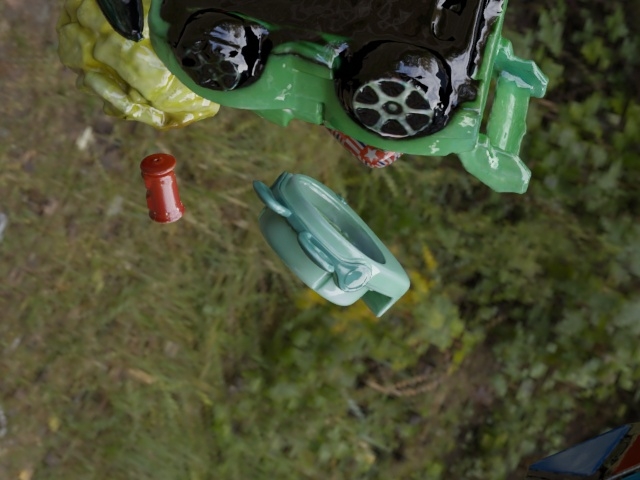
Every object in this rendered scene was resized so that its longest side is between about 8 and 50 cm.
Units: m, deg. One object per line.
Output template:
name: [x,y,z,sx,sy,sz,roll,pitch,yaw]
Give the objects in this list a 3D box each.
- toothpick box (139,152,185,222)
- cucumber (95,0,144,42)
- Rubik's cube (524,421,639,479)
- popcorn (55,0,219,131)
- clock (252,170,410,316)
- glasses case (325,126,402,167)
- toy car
toothpick box: [-0.199,-0.067,1.621,0.047,0.047,0.083,-41,141,-36]
cucumber: [-0.221,-0.324,1.221,0.056,0.056,0.284,-26,105,-47]
Rubik's cube: [0.285,0.114,0.789,0.234,0.250,0.284,-50,130,-17]
popcorn: [-0.202,-0.264,1.685,0.293,0.293,0.237,9,99,-58]
clock: [0.001,-0.001,1.246,0.060,0.148,0.188,-45,154,12]
glasses case: [0.031,-0.163,1.570,0.073,0.194,0.049,-40,156,3]
toy car: [0.032,-0.178,1.170,0.176,0.358,0.213,91,11,-54]
